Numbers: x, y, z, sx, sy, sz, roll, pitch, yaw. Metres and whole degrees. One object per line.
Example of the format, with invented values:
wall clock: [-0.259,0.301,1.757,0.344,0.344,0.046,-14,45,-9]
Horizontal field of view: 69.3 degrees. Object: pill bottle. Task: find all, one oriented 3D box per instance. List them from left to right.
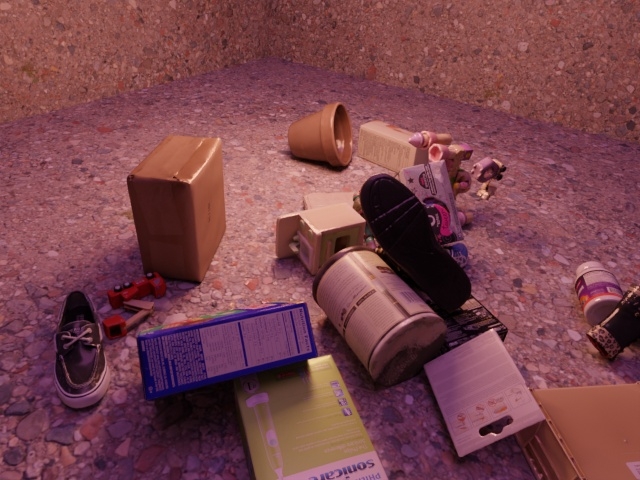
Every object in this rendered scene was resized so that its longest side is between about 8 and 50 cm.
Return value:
pill bottle: [0.778,0.144,1.295,0.108,0.108,0.193,12,34,10]

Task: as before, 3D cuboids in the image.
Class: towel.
towel: [0.084,-0.107,1.632,0.282,0.049,0.187,-2,36,-11]

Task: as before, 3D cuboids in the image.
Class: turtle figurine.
turtle figurine: [0.156,-0.078,1.464,0.118,0.175,0.234,8,53,-46]

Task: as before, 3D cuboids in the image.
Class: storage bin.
storage bin: [0.546,0.408,0.867,0.262,0.123,0.260,0,35,-8]

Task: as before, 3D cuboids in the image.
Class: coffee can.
coffee can: [0.130,0.169,1.093,0.201,0.201,0.275,-13,38,-25]

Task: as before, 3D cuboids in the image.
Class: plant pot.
plant pot: [-0.007,-0.435,1.964,0.229,0.263,0.263,-3,30,22]

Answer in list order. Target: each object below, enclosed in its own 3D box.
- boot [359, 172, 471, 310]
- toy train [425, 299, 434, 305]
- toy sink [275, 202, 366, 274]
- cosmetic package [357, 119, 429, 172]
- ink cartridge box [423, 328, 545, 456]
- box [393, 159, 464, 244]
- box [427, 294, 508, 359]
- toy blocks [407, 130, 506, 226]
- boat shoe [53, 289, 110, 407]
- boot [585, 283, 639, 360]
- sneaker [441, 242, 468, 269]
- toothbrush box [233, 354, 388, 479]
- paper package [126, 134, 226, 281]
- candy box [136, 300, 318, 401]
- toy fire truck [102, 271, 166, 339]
boot: [0.205,-0.001,1.198,0.138,0.377,0.284,-42,9,-3]
toy train: [0.332,0.174,1.269,0.158,0.027,0.036,-10,48,-22]
toy sink: [0.000,0.000,1.370,0.234,0.153,0.131,-12,38,-25]
cosmetic package: [0.315,-0.399,1.999,0.296,0.153,0.129,32,43,32]
ink cartridge box: [0.331,0.314,0.954,0.181,0.056,0.225,-32,36,13]
box: [0.321,-0.101,1.424,0.142,0.247,0.163,-13,-3,-5]
box: [0.340,0.222,1.150,0.180,0.077,0.147,-12,37,-23]
toy blocks: [0.393,-0.198,1.595,0.260,0.289,0.309,-9,38,-30]
boat shoe: [-0.528,0.223,1.016,0.108,0.102,0.301,-9,36,-20]
boot: [0.786,0.239,1.167,0.178,0.236,0.085,-44,23,3]
sneaker: [0.396,0.052,1.406,0.080,0.081,0.211,24,37,29]
toothbrush box: [-0.032,0.370,0.847,0.206,0.122,0.283,-9,36,-18]
paper package: [-0.385,-0.098,1.309,0.168,0.325,0.309,6,35,3]
candy box: [-0.200,0.209,0.948,0.317,0.122,0.268,-8,-5,-22]
toy fire truck: [-0.466,0.158,1.169,0.192,0.047,0.135,-24,44,-37]
